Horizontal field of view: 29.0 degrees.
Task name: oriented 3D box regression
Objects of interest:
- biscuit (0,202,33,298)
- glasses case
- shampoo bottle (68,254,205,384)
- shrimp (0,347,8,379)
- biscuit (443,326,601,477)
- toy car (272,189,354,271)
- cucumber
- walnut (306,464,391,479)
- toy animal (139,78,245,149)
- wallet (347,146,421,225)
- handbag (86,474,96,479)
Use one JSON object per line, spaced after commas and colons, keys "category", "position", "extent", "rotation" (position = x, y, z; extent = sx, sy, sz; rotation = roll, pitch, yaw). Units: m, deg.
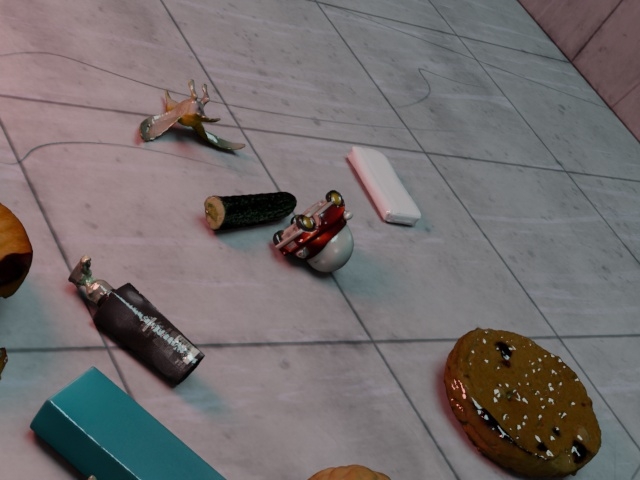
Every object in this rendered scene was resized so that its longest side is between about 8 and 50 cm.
{"category": "biscuit", "position": [-0.504, -0.010, 1.477], "extent": [0.318, 0.040, 0.318], "rotation": [19, 24, -9]}
{"category": "glasses case", "position": [-0.194, 0.282, 1.447], "extent": [0.301, 0.070, 0.117], "rotation": [39, 24, 6]}
{"category": "shampoo bottle", "position": [-0.247, 0.103, 1.632], "extent": [0.208, 0.063, 0.057], "rotation": [40, 21, 5]}
{"category": "shrimp", "position": [-0.430, 0.119, 1.435], "extent": [0.173, 0.058, 0.253], "rotation": [48, 32, 6]}
{"category": "biscuit", "position": [0.320, 0.263, 1.989], "extent": [0.296, 0.075, 0.296], "rotation": [24, 38, -21]}
{"category": "toy car", "position": [0.000, 0.000, 2.003], "extent": [0.112, 0.112, 0.139], "rotation": [53, 40, -5]}
{"category": "cucumber", "position": [-0.109, -0.053, 1.993], "extent": [0.052, 0.058, 0.215], "rotation": [44, 28, 23]}
{"category": "walnut", "position": [0.043, 0.377, 1.418], "extent": [0.225, 0.225, 0.261], "rotation": [30, 25, -12]}
{"category": "toy animal", "position": [-0.218, -0.224, 2.077], "extent": [0.219, 0.095, 0.155], "rotation": [10, 44, -39]}
{"category": "wallet", "position": [0.118, -0.105, 2.322], "extent": [0.095, 0.033, 0.190], "rotation": [10, 40, -41]}
{"category": "handbag", "position": [-0.305, 0.352, 1.129], "extent": [0.316, 0.109, 0.253], "rotation": [-4, 67, -36]}
